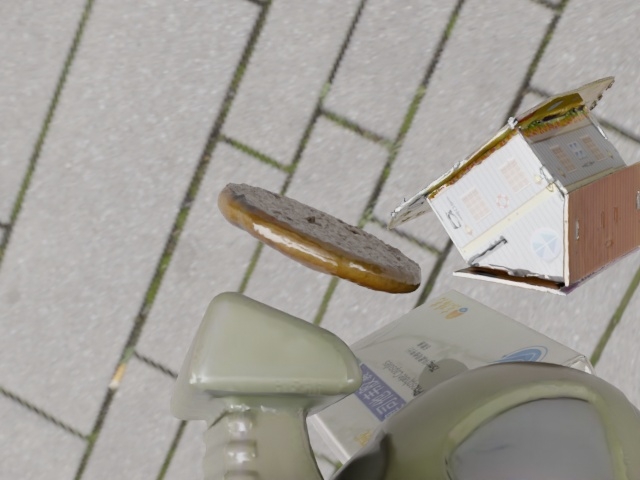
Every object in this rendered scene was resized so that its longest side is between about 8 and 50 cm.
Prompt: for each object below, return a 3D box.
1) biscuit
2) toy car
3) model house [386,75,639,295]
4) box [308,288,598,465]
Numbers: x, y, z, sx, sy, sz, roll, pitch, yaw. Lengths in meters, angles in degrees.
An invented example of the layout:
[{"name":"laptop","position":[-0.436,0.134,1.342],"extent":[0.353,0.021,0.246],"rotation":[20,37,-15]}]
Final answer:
[{"name":"biscuit","position":[0.000,0.000,1.226],"extent":[0.212,0.212,0.036],"rotation":[26,99,11]},{"name":"toy car","position":[0.102,0.143,0.588],"extent":[0.336,0.242,0.226],"rotation":[-1,78,-9]},{"name":"model house","position":[0.188,-0.022,1.085],"extent":[0.207,0.219,0.136],"rotation":[-39,78,34]},{"name":"box","position":[0.099,0.138,1.168],"extent":[0.200,0.343,0.065],"rotation":[-28,102,-8]}]
